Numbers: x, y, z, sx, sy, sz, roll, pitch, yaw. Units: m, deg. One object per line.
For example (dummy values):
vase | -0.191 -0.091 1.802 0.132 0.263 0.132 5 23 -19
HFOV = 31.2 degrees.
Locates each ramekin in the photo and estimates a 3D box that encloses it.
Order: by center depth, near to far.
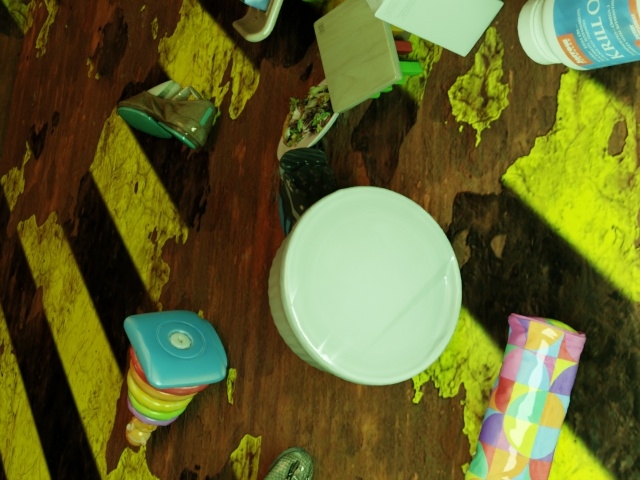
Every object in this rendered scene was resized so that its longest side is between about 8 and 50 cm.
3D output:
ramekin | 0.051 0.069 1.601 0.127 0.273 0.272 156 124 -64

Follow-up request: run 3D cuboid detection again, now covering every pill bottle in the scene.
pill bottle | 0.354 -0.277 1.418 0.221 0.124 0.124 -4 73 56

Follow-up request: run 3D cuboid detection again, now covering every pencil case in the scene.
pencil case | 0.244 0.207 1.391 0.104 0.104 0.236 18 90 57

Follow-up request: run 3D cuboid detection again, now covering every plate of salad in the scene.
plate of salad | -0.018 -0.222 1.978 0.200 0.048 0.200 -44 23 24

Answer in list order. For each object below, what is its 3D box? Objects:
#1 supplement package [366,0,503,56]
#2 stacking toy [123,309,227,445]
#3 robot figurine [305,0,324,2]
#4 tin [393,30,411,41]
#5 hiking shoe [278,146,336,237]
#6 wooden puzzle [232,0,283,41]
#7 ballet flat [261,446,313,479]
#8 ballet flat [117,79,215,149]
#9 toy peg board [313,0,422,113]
supplement package | 0.160 -0.366 1.696 0.105 0.179 0.105 -54 37 26
stacking toy | -0.304 0.286 2.150 0.175 0.166 0.301 58 136 36
robot figurine | -0.007 -0.487 2.105 0.115 0.067 0.101 16 101 58
tin | 0.119 -0.398 1.906 0.106 0.040 0.189 -16 63 57
hiking shoe | 0.000 0.000 1.871 0.132 0.113 0.304 103 159 -61
wooden puzzle | -0.088 -0.553 2.163 0.347 0.081 0.322 -65 15 10
ballet flat | -0.089 0.429 1.809 0.250 0.084 0.058 -53 36 19
ballet flat | -0.319 -0.281 2.458 0.124 0.116 0.342 -55 32 -9
toy peg board | 0.081 -0.306 1.847 0.161 0.079 0.160 -24 75 50
